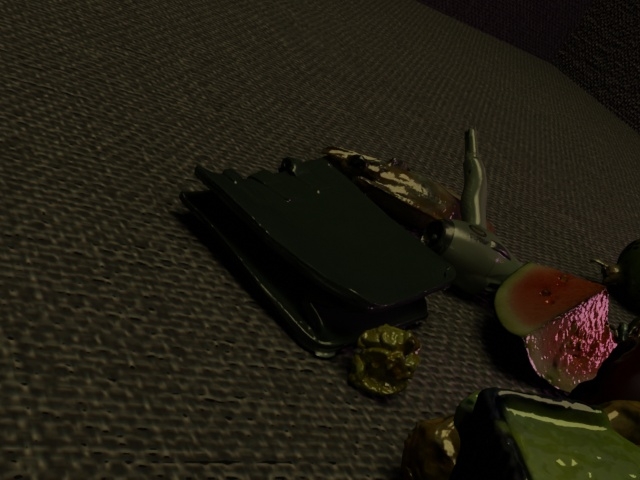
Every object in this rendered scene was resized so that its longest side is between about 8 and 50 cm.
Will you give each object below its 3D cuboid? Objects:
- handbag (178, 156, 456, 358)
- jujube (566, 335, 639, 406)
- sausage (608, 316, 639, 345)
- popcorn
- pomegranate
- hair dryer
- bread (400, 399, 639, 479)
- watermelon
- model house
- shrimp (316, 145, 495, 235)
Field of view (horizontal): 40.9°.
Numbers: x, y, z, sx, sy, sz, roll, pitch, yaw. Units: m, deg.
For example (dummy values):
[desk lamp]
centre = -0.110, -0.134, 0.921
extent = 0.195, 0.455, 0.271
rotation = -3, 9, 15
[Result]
[handbag]
centre = 0.000, 0.002, 0.960
extent = 0.260, 0.079, 0.248
rotation = 42, 26, 23
[jujube]
centre = 0.369, 0.241, 0.762
extent = 0.258, 0.258, 0.377
rotation = 3, 31, -47
[sausage]
centre = 0.517, 0.192, 1.148
extent = 0.317, 0.125, 0.117
rotation = 32, -17, -1
[popcorn]
centre = 0.065, 0.119, 0.841
extent = 0.060, 0.068, 0.083
rotation = 26, 53, 34
[pomegranate]
centre = 0.535, 0.055, 1.458
extent = 0.162, 0.122, 0.122
rotation = 2, 28, 0
[hair dryer]
centre = 0.256, -0.010, 1.206
extent = 0.229, 0.092, 0.267
rotation = 43, 47, -18
[bread]
centre = 0.240, 0.168, 0.675
extent = 0.077, 0.368, 0.084
rotation = -65, 141, -58
[watermelon]
centre = 0.300, 0.123, 1.074
extent = 0.193, 0.137, 0.145
rotation = -58, 134, -56
[model house]
centre = 0.179, 0.213, 0.614
extent = 0.211, 0.193, 0.170
rotation = 34, 43, 29
[shrimp]
centre = 0.130, -0.074, 1.275
extent = 0.317, 0.077, 0.168
rotation = 26, 15, -23
